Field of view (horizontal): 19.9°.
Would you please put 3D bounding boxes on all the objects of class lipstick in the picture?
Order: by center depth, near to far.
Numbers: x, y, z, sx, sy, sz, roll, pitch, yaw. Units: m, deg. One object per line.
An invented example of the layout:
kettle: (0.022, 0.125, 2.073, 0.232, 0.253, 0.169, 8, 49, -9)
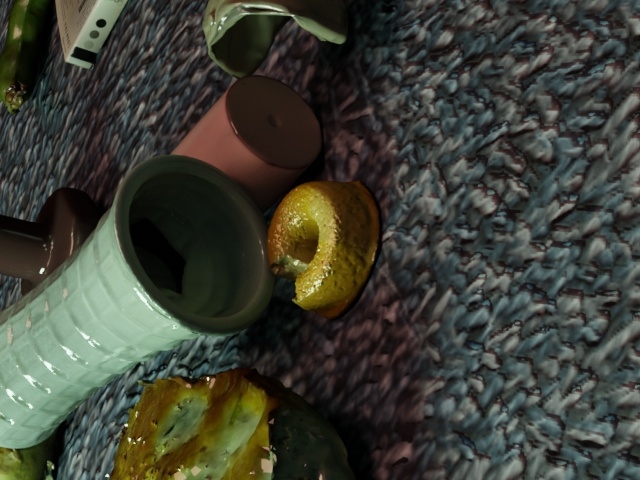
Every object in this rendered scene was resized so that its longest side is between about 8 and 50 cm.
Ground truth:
lipstick: (-0.121, -0.007, 1.478, 0.327, 0.087, 0.087, -44, 39, 42)

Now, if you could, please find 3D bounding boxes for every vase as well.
vase: (-0.174, 0.062, 1.412, 0.299, 0.143, 0.143, -35, 46, 44)

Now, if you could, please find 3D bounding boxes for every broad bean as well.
broad bean: (-0.309, -0.264, 1.984, 0.144, 0.049, 0.292, 144, 137, -70)

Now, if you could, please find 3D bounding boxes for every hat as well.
hat: (-0.025, -0.201, 1.374, 0.147, 0.085, 0.175, -19, 35, 52)

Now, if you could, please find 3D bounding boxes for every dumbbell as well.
dumbbell: (-0.324, -0.002, 1.695, 0.124, 0.225, 0.140, -67, 27, 18)

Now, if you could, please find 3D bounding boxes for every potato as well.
potato: (-0.280, 0.182, 1.670, 0.105, 0.085, 0.188, 116, 164, -66)

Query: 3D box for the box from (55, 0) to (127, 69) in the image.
box: (-0.201, -0.304, 1.848, 0.247, 0.033, 0.129, -55, 31, 31)

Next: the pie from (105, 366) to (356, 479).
pie: (-0.082, 0.244, 1.251, 0.288, 0.103, 0.355, -39, 41, 47)

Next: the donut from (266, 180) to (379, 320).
donut: (0.000, 0.000, 1.309, 0.108, 0.043, 0.097, 40, 111, 56)
